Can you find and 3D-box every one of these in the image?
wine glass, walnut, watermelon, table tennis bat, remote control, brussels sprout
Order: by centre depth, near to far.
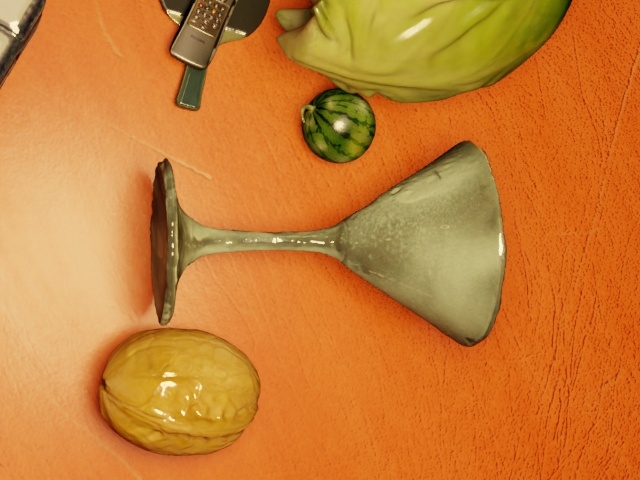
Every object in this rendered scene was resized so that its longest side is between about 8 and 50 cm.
[{"bbox_3d":[-0.171,0.186,1.477,0.206,0.159,0.159,14,84,-24],"label":"walnut"},{"bbox_3d":[0.000,0.000,1.489,0.406,0.267,0.267,1,88,-15],"label":"wine glass"},{"bbox_3d":[0.156,-0.372,1.495,0.361,0.342,0.425,16,94,-10],"label":"brussels sprout"},{"bbox_3d":[-0.132,-0.320,1.549,0.059,0.028,0.212,25,77,-11],"label":"remote control"},{"bbox_3d":[-0.144,-0.302,1.568,0.154,0.021,0.274,15,82,-17],"label":"table tennis bat"},{"bbox_3d":[0.020,-0.154,1.575,0.109,0.109,0.109,1,88,-18],"label":"watermelon"}]

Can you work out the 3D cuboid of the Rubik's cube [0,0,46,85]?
[{"bbox_3d":[-0.501,-0.196,1.308,0.287,0.292,0.293,30,78,-16],"label":"Rubik's cube"}]
